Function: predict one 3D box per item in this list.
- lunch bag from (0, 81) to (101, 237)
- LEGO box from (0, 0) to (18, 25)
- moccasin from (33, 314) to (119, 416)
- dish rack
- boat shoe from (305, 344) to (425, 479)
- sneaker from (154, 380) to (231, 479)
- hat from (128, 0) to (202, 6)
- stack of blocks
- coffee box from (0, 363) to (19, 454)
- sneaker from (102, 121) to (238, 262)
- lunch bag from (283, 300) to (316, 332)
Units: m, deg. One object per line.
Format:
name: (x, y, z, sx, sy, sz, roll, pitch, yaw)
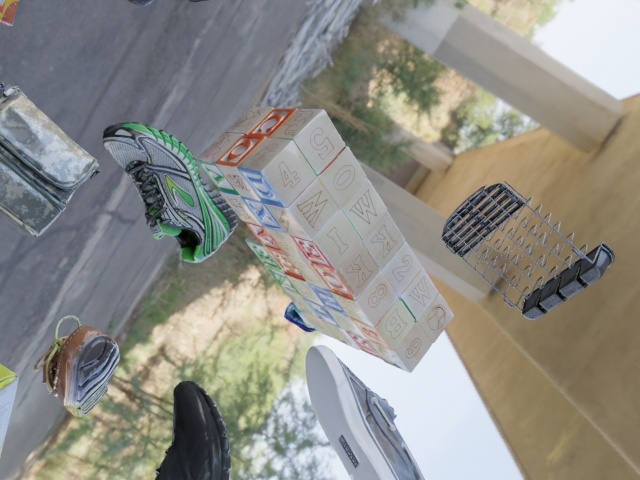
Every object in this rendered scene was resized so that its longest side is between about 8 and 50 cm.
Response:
lunch bag: (-0.724, -0.192, 1.510, 0.256, 0.305, 0.213, -55, -155, -21)
LEGO box: (-0.890, -0.615, 1.251, 0.500, 0.373, 0.193, -89, -163, -80)
moccasin: (-0.482, 0.241, 1.224, 0.139, 0.147, 0.380, -52, -178, -26)
dish rack: (0.369, 0.014, 1.163, 0.208, 0.271, 0.074, -50, 179, 43)
boat shoe: (0.074, 0.297, 1.022, 0.102, 0.301, 0.108, -10, 142, -32)
sneaker: (-0.176, 0.322, 0.806, 0.109, 0.130, 0.286, 114, -33, -57)
hat: (-0.393, -0.591, 1.323, 0.134, 0.331, 0.331, -41, -173, 22)
stack of blocks: (0.000, 0.000, 0.677, 0.087, 0.297, 0.171, -48, -146, -19)
coffee box: (-0.802, 0.347, 1.090, 0.334, 0.338, 0.338, -63, 172, 30)
sneaker: (-0.301, -0.092, 1.240, 0.134, 0.343, 0.146, -5, -135, 41)
lunch bag: (-0.002, 0.136, 1.402, 0.129, 0.096, 0.151, -37, -166, -30)
